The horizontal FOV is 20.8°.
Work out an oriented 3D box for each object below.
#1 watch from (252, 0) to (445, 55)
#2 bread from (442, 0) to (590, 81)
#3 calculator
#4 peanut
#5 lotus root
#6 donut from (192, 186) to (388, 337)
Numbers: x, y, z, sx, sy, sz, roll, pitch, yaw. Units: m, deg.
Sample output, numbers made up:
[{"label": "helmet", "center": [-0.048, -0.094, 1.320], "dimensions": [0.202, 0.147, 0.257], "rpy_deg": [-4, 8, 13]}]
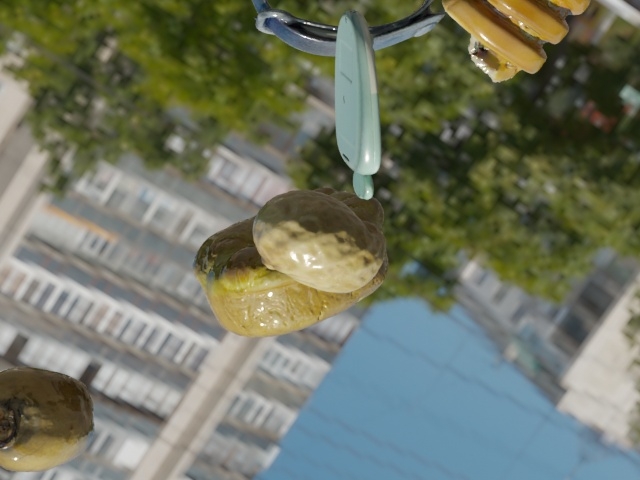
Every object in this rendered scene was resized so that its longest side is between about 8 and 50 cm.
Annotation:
[{"label": "watch", "center": [0.020, -0.281, 1.812], "dimensions": [0.193, 0.206, 0.068], "rpy_deg": [63, 170, 7]}, {"label": "bread", "center": [0.196, -0.238, 1.653], "dimensions": [0.119, 0.177, 0.084], "rpy_deg": [32, -168, -25]}, {"label": "calculator", "center": [0.029, -0.105, 1.373], "dimensions": [0.021, 0.153, 0.095], "rpy_deg": [-4, -162, -11]}, {"label": "peanut", "center": [0.000, 0.000, 2.047], "dimensions": [0.159, 0.109, 0.140], "rpy_deg": [16, -157, -11]}, {"label": "lotus root", "center": [-0.344, 0.209, 2.039], "dimensions": [0.125, 0.118, 0.221], "rpy_deg": [22, -173, 24]}, {"label": "donut", "center": [-0.030, 0.031, 2.290], "dimensions": [0.208, 0.261, 0.128], "rpy_deg": [24, 135, 61]}]
